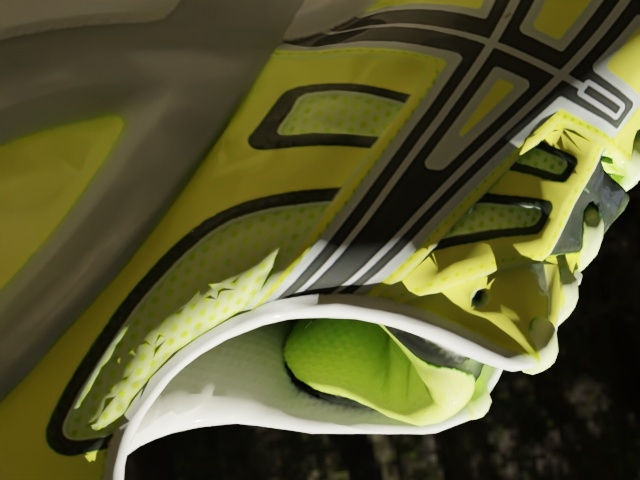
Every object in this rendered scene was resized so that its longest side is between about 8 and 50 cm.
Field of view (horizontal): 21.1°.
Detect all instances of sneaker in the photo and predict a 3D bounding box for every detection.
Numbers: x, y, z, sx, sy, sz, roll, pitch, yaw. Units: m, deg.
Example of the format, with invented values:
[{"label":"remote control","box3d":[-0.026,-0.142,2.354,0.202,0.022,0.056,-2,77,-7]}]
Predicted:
[{"label":"sneaker","box3d":[0.035,-0.026,0.487,0.384,0.147,0.145,-24,166,-21]}]
